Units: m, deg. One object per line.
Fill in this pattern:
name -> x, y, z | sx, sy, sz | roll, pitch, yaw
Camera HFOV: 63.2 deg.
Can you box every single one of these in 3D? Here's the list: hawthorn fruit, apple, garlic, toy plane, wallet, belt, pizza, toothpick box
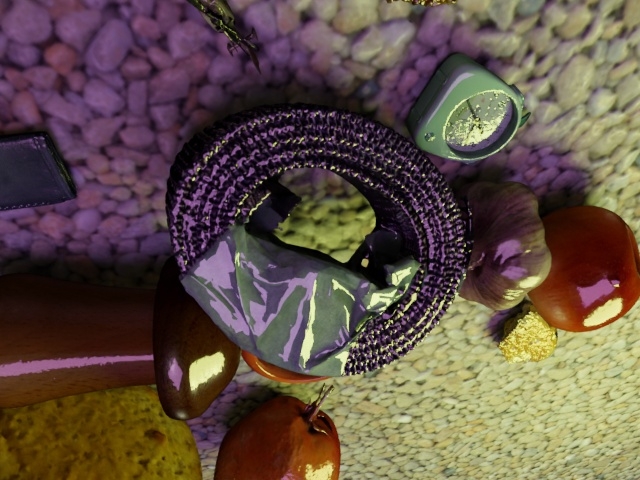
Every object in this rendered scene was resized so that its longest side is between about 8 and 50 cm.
hawthorn fruit -> -0.056, 0.354, 0.859 | 0.211, 0.211, 0.299 | 20, 113, -27
apple -> 0.334, 0.034, 0.666 | 0.139, 0.163, 0.163 | -27, 132, 29
garlic -> 0.199, 0.006, 0.622 | 0.102, 0.147, 0.159 | -14, 121, -30
toy plane -> -0.087, -0.193, 0.448 | 0.031, 0.049, 0.120 | -30, 148, 16
wallet -> -0.325, -0.067, 0.527 | 0.129, 0.026, 0.088 | -9, 137, -5
belt -> 0.000, 0.000, 0.537 | 0.324, 0.122, 0.260 | 27, 95, -25
pizza -> 0.341, 0.158, 0.863 | 0.099, 0.036, 0.160 | -30, 130, 15
toothpick box -> -0.241, 0.111, 0.607 | 0.294, 0.192, 0.192 | -1, 132, -2

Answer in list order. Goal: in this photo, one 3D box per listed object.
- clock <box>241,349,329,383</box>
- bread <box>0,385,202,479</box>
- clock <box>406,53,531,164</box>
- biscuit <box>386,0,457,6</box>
clock -> -0.018, 0.135, 0.757 | 0.205, 0.051, 0.205 | -6, 131, -7
bread -> -0.320, 0.325, 0.680 | 0.358, 0.337, 0.204 | 23, 116, -38
clock -> 0.168, -0.131, 0.561 | 0.135, 0.041, 0.101 | 16, 126, -26
biscuit -> 0.023, -0.265, 0.419 | 0.236, 0.026, 0.131 | 0, 130, -13
